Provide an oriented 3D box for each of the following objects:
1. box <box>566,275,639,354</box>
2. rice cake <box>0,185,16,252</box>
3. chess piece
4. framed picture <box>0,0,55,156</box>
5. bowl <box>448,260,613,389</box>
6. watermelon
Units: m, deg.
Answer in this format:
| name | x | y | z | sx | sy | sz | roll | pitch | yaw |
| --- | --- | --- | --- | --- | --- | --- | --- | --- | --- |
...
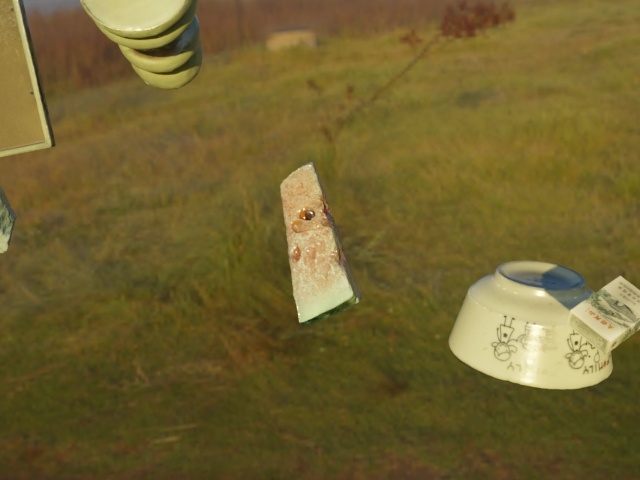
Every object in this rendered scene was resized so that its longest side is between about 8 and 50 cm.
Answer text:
| name | x | y | z | sx | sy | sz | roll | pitch | yaw |
| --- | --- | --- | --- | --- | --- | --- | --- | --- | --- |
| box | 0.299 | 0.075 | 1.081 | 0.083 | 0.024 | 0.054 | -29 | 56 | -30 |
| rice cake | -0.304 | -0.084 | 0.856 | 0.042 | 0.245 | 0.045 | -6 | 45 | 6 |
| chess piece | -0.198 | -0.261 | 1.268 | 0.133 | 0.133 | 0.243 | -5 | -13 | 1 |
| framed picture | -0.392 | -0.193 | 1.204 | 0.150 | 0.203 | 0.015 | -10 | 8 | 13 |
| bowl | 0.304 | 0.107 | 1.504 | 0.237 | 0.126 | 0.238 | 3 | 18 | -1 |
| watermelon | 0.000 | 0.000 | 1.651 | 0.094 | 0.241 | 0.154 | -18 | -4 | 18 |
